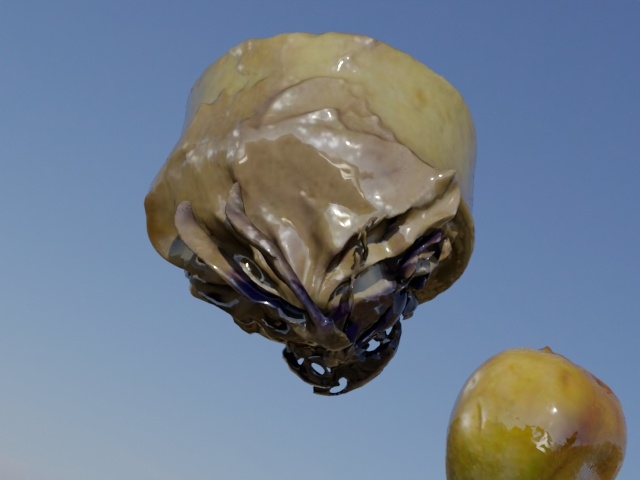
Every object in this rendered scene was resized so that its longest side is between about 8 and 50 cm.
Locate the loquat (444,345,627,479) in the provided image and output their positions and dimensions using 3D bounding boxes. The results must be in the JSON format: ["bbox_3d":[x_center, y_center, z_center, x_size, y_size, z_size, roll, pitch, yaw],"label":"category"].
[{"bbox_3d":[0.314,0.303,2.320,0.276,0.284,0.276,25,1,0],"label":"loquat"}]

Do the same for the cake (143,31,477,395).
[{"bbox_3d":[-0.007,0.003,1.518,0.332,0.321,0.332,7,-37,5],"label":"cake"}]
